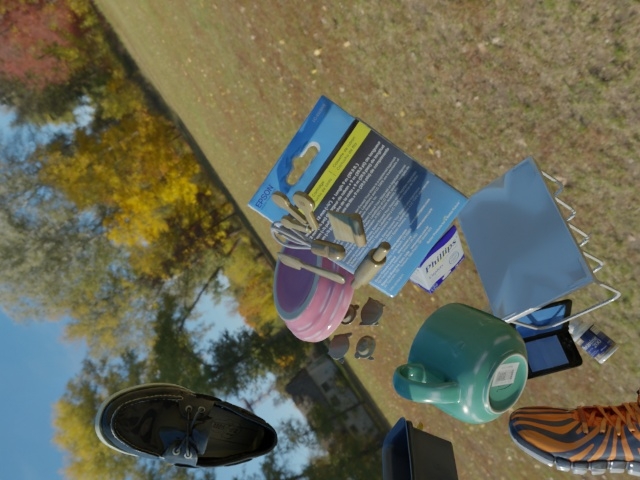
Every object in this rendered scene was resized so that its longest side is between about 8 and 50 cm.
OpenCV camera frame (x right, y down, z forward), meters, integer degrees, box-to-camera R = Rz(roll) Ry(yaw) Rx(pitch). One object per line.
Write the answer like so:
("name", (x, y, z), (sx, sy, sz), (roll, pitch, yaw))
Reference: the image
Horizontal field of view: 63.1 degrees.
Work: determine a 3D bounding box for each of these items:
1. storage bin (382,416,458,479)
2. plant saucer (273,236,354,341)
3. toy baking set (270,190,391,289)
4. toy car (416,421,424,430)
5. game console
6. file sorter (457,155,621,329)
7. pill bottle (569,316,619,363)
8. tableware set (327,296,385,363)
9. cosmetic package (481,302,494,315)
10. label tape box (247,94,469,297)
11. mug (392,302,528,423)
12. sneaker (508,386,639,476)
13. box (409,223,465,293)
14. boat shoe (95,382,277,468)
("storage bin", (0.149, 0.351, 0.773), (0.091, 0.098, 0.135), (20, -147, -9))
("plant saucer", (-0.030, 0.087, 1.326), (0.084, 0.332, 0.332), (14, -165, -28))
("toy baking set", (0.006, 0.003, 0.819), (0.196, 0.030, 0.256), (33, 153, 8))
("toy car", (0.187, 0.390, 0.921), (0.060, 0.122, 0.040), (10, 160, 20))
("game console", (0.458, 0.203, 1.061), (0.085, 0.144, 0.124), (86, 170, -62))
("file sorter", (0.434, 0.016, 1.053), (0.173, 0.193, 0.278), (18, -132, -39))
("pill bottle", (0.709, 0.257, 1.368), (0.120, 0.067, 0.067), (45, 168, 27))
("tableware set", (0.086, 0.215, 1.253), (0.141, 0.169, 0.020), (-4, 153, 44))
("cosmetic package", (0.449, 0.265, 1.339), (0.160, 0.309, 0.113), (44, 156, 26))
("label tape box", (0.071, -0.084, 1.016), (0.347, 0.249, 0.115), (32, -167, -14))
("mug", (0.175, 0.159, 0.620), (0.097, 0.158, 0.129), (21, 150, 52))
("sneaker", (0.473, 0.274, 0.822), (0.125, 0.321, 0.180), (-68, -19, -60))
("box", (0.255, 0.031, 1.195), (0.072, 0.126, 0.137), (36, 167, 41))
("boat shoe", (-0.211, 0.331, 0.907), (0.113, 0.127, 0.340), (-7, 149, 43))
